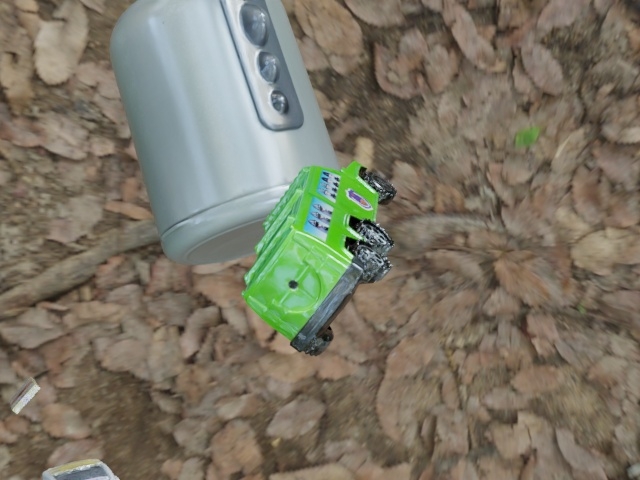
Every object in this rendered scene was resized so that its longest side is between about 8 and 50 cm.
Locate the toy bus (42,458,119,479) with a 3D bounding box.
[{"bbox_3d":[-0.315,0.486,1.804,0.097,0.138,0.343,-9,95,-24],"label":"toy bus"}]

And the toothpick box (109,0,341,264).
[{"bbox_3d":[-0.104,-0.153,1.392,0.229,0.229,0.316,-19,80,7],"label":"toothpick box"}]

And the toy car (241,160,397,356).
[{"bbox_3d":[0.000,0.000,0.765,0.062,0.165,0.071,34,112,-9],"label":"toy car"}]

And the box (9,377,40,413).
[{"bbox_3d":[-0.397,0.207,1.727,0.012,0.083,0.046,43,79,-12],"label":"box"}]
